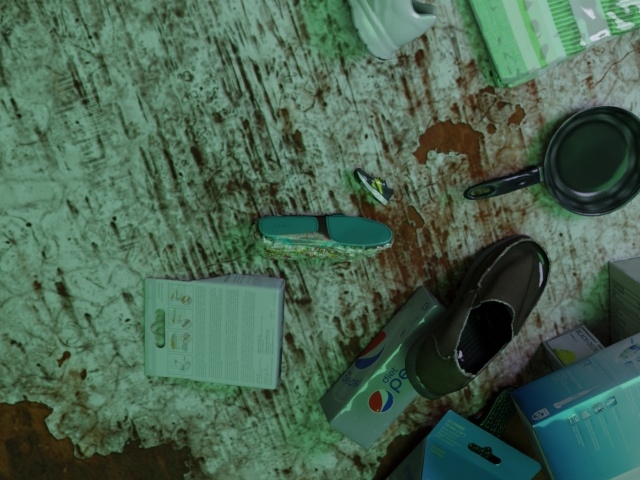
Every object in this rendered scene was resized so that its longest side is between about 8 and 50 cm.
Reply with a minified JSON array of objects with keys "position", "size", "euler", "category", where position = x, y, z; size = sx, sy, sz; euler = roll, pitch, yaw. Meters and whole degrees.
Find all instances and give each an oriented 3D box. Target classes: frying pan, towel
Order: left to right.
[{"position":[0.422,-0.103,1.768],"size":[0.326,0.053,0.197],"euler":[-34,111,4],"category":"frying pan"},{"position":[0.400,-0.418,1.668],"size":[0.325,0.038,0.248],"euler":[-24,110,0],"category":"towel"}]

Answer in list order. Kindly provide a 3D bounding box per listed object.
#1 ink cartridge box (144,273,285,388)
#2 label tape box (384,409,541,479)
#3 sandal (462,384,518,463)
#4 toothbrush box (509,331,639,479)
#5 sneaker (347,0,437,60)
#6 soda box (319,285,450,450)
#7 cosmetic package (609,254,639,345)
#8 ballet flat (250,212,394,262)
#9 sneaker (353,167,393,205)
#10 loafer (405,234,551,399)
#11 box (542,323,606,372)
[{"position":[-0.180,0.150,1.754],"size":[0.232,0.066,0.189],"euler":[6,109,10],"category":"ink cartridge box"},{"position":[0.230,0.507,1.883],"size":[0.240,0.106,0.333],"euler":[32,109,-19],"category":"label tape box"},{"position":[0.311,0.343,1.903],"size":[0.067,0.040,0.179],"euler":[33,98,-17],"category":"sandal"},{"position":[0.498,0.300,1.699],"size":[0.295,0.126,0.216],"euler":[-26,110,2],"category":"toothbrush box"},{"position":[0.072,-0.423,1.554],"size":[0.129,0.111,0.297],"euler":[-24,121,21],"category":"sneaker"},{"position":[0.129,0.224,1.802],"size":[0.098,0.091,0.286],"euler":[37,99,-21],"category":"soda box"},{"position":[0.614,0.184,1.847],"size":[0.129,0.153,0.296],"euler":[-11,111,-8],"category":"cosmetic package"},{"position":[0.000,0.000,1.721],"size":[0.241,0.091,0.077],"euler":[5,138,-8],"category":"ballet flat"},{"position":[0.090,-0.097,1.724],"size":[0.035,0.031,0.083],"euler":[-48,114,-7],"category":"sneaker"},{"position":[0.293,0.126,1.706],"size":[0.134,0.130,0.366],"euler":[49,60,-15],"category":"loafer"},{"position":[0.509,0.319,1.865],"size":[0.087,0.169,0.290],"euler":[-22,112,0],"category":"box"}]
